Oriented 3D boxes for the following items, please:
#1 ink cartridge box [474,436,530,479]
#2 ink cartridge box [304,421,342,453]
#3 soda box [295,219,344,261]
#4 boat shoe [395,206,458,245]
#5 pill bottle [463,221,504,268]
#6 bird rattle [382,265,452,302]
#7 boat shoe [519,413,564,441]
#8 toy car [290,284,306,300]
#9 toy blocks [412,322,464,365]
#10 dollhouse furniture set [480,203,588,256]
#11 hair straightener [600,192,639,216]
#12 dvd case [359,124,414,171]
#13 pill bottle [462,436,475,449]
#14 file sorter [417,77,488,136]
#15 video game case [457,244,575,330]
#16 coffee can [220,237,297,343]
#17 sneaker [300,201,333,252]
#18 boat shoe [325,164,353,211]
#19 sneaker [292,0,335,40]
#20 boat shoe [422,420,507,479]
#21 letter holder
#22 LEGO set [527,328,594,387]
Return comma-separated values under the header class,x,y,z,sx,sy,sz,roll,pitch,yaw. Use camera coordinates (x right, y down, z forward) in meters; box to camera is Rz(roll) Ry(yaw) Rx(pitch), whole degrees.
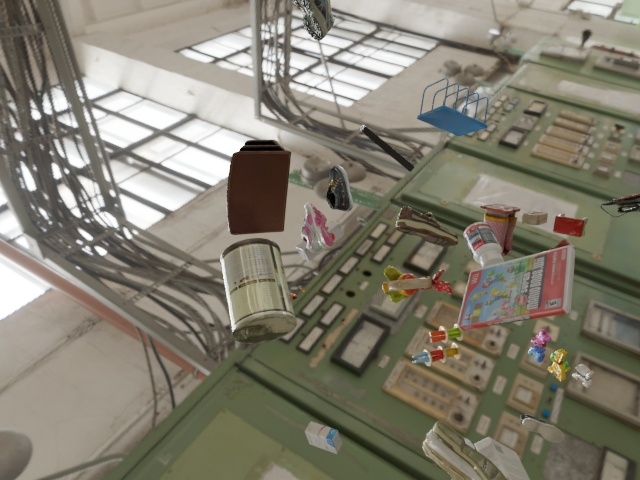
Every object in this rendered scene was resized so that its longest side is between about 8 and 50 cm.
class,x,y,z,sx,sy,sz,roll,pitch,yaw
ink cartridge box,0.663,0.835,1.686,0.066,0.261,0.296,-36,-46,17
ink cartridge box,0.012,0.748,1.873,0.052,0.123,0.088,-52,-43,-43
soda box,0.000,0.000,2.215,0.216,0.074,0.069,-38,-60,-20
boat shoe,0.384,-0.054,1.725,0.258,0.095,0.095,19,-107,-27
pill bottle,0.622,0.026,1.865,0.107,0.108,0.180,89,173,-46
bird rattle,0.336,0.166,1.778,0.207,0.254,0.142,1,-91,-56
boat shoe,0.616,0.522,1.376,0.038,0.125,0.046,-75,6,-78
toy car,-0.106,0.210,1.910,0.060,0.040,0.122,-44,-5,22
toy blocks,0.346,0.314,1.467,0.148,0.054,0.123,-8,-65,-15
dollhouse furniture set,0.816,-0.019,1.937,0.152,0.374,0.201,-10,-71,-47
hair straightener,1.135,-0.133,1.770,0.047,0.231,0.089,40,-127,-37
dvd case,0.194,-0.282,1.478,0.022,0.180,0.253,-50,6,13
pill bottle,0.553,0.801,1.921,0.065,0.065,0.116,-60,2,-15
file sorter,0.399,-0.396,1.470,0.171,0.118,0.104,15,-98,-26
video game case,0.494,0.124,1.254,0.025,0.285,0.204,46,-132,-21
coffee can,-0.201,0.160,1.564,0.202,0.275,0.201,-11,-33,-7
sneaker,-0.036,-0.053,2.016,0.111,0.252,0.103,-33,-46,19
boat shoe,0.054,-0.188,1.721,0.083,0.183,0.065,3,-28,-42
sneaker,-0.028,-0.869,1.754,0.122,0.110,0.283,-51,-38,-21
boat shoe,0.444,0.692,1.488,0.113,0.302,0.103,10,-64,-56
letter holder,-0.241,-0.187,1.729,0.215,0.152,0.301,-6,-61,-25
LEGO set,0.756,0.366,1.575,0.087,0.227,0.093,-11,-56,-26
